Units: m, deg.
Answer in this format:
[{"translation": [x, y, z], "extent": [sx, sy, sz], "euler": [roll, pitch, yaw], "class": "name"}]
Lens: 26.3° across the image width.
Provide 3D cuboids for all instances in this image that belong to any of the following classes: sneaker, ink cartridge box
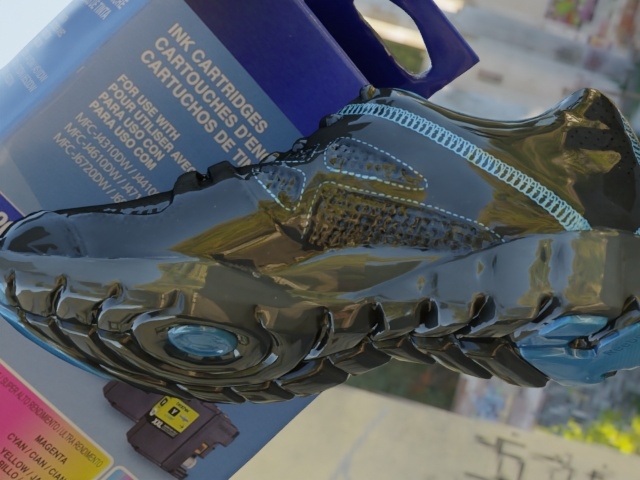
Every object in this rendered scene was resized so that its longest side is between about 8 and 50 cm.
[{"translation": [0.000, 0.000, 0.690], "extent": [0.125, 0.340, 0.140], "euler": [79, -168, -62], "class": "sneaker"}, {"translation": [-0.087, -0.020, 0.858], "extent": [0.395, 0.270, 0.151], "euler": [-44, 27, -3], "class": "ink cartridge box"}]
